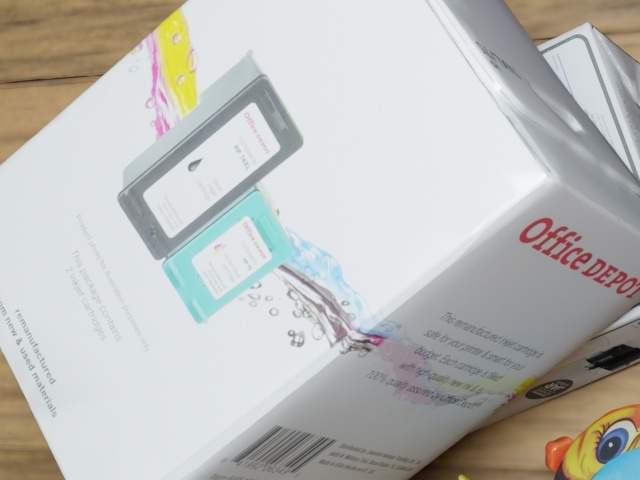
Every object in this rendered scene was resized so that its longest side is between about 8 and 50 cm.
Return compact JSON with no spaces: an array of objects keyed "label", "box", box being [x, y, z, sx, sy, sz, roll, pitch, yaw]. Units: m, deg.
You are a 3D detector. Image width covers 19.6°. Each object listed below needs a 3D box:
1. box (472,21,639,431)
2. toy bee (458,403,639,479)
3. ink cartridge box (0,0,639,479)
[{"label":"box","box":[0.065,0.021,1.042,0.290,0.087,0.169,-24,69,23]},{"label":"toy bee","box":[0.166,0.155,0.935,0.195,0.298,0.162,57,154,-12]},{"label":"ink cartridge box","box":[0.000,0.000,0.917,0.270,0.198,0.197,-39,63,15]}]
